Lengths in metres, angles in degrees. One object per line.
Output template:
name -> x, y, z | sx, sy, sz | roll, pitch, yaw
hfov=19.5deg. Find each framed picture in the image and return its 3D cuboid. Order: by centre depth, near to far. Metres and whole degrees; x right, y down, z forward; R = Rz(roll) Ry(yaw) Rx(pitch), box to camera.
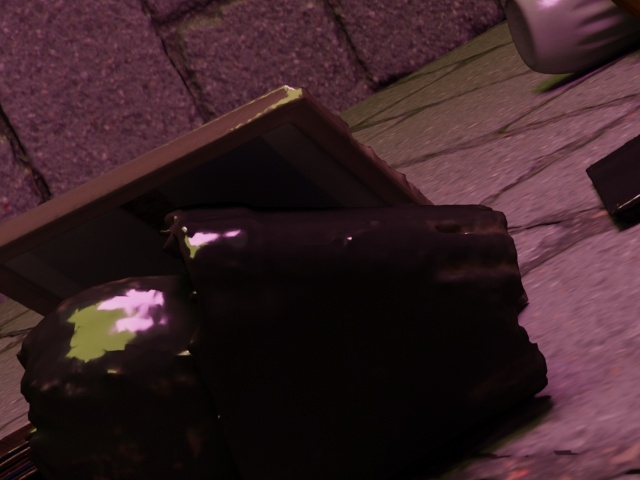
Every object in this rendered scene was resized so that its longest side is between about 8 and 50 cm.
framed picture -> -0.032, 0.021, 1.051 | 0.213, 0.016, 0.289 | -24, -32, 19

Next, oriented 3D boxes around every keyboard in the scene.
keyboard -> 0.225, -0.048, 1.298 | 0.072, 0.023, 0.231 | -34, 6, 8

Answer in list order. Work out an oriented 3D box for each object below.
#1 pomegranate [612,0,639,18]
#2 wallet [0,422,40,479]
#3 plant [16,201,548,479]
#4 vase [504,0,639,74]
pomegranate -> 0.394, -0.346, 1.941 | 0.260, 0.260, 0.260 | -27, 7, 4
wallet -> -0.191, 0.144, 1.377 | 0.230, 0.042, 0.124 | -29, 4, -16
plant -> -0.022, 0.058, 0.915 | 0.256, 0.164, 0.142 | -13, 9, -7
vase -> 0.341, -0.276, 2.130 | 0.248, 0.128, 0.128 | -19, 6, -9
